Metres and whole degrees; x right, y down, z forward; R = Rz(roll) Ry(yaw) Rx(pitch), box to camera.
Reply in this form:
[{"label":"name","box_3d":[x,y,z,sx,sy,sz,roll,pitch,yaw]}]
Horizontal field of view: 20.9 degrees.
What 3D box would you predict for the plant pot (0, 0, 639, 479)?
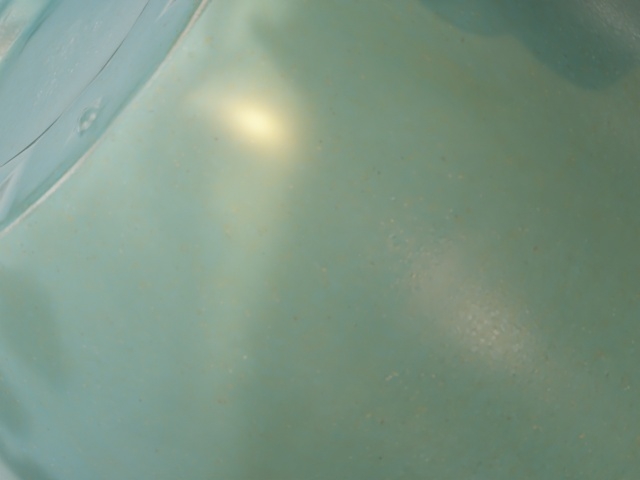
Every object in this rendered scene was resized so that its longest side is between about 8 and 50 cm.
[{"label":"plant pot","box_3d":[0.000,0.000,0.562,0.293,0.235,0.293,-35,33,27]}]
